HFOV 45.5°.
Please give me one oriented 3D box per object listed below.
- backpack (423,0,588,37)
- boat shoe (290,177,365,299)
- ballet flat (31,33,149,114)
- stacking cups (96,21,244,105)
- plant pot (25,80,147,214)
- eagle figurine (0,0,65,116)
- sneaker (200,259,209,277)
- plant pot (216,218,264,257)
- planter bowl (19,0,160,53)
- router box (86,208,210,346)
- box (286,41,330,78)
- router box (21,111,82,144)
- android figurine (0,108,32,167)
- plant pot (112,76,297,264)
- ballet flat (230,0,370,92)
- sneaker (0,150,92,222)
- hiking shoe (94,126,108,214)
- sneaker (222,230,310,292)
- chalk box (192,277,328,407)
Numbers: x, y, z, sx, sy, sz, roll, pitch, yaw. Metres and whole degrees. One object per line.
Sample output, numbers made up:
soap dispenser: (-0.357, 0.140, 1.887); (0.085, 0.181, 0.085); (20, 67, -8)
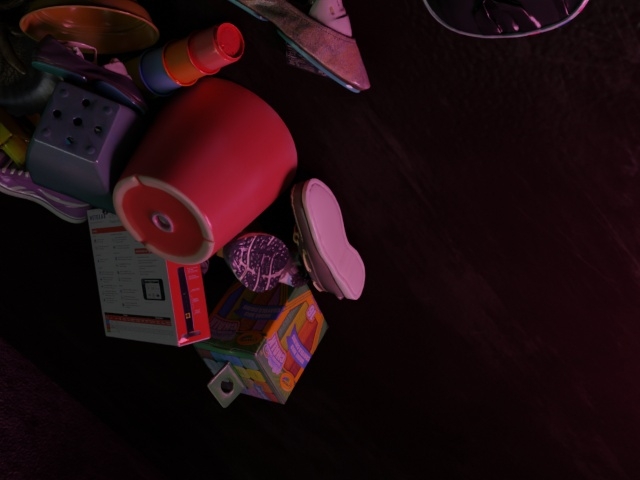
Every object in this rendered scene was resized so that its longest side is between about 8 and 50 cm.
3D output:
backpack: (0.190, -0.346, 0.785); (0.225, 0.191, 0.254); (3, 130, 39)
boat shoe: (-0.002, 0.004, 1.445); (0.091, 0.109, 0.305); (4, 141, 28)
ballet flat: (-0.369, -0.279, 1.258); (0.203, 0.074, 0.074); (23, 150, -23)
stacking cups: (-0.256, -0.300, 1.295); (0.316, 0.096, 0.096); (-13, 126, 40)
plant pot: (-0.395, -0.168, 1.288); (0.165, 0.166, 0.234); (22, 168, -8)
eagle figurine: (-0.586, -0.369, 1.382); (0.225, 0.226, 0.298); (1, 175, -12)
sneaker: (-0.345, 0.080, 1.826); (0.163, 0.086, 0.226); (23, 144, 18)
plant pot: (-0.166, -0.013, 1.581); (0.081, 0.081, 0.083); (16, 133, 22)
planter bowl: (-0.370, -0.378, 1.232); (0.217, 0.090, 0.217); (-2, 176, 0)
router box: (-0.382, 0.066, 1.667); (0.335, 0.082, 0.301); (-2, 97, 49)
box: (-0.012, -0.288, 1.167); (0.083, 0.018, 0.067); (21, 144, 16)
router box: (-0.579, -0.274, 1.600); (0.133, 0.046, 0.179); (-1, 134, 39)
android figurine: (-0.679, -0.264, 1.575); (0.273, 0.056, 0.248); (50, 179, -2)
plant pot: (-0.213, -0.107, 1.331); (0.275, 0.243, 0.275); (18, 139, 16)
ballet flat: (-0.039, -0.334, 1.064); (0.316, 0.107, 0.106); (35, 112, -6)
sneaker: (-0.649, -0.163, 1.759); (0.282, 0.102, 0.161); (24, 143, -8)
hiking shoe: (-0.432, -0.154, 1.534); (0.086, 0.114, 0.227); (15, 143, 23)
sneaker: (-0.119, 0.033, 1.483); (0.122, 0.110, 0.283); (24, -177, 28)
chalk box: (-0.142, 0.230, 1.675); (0.179, 0.289, 0.180); (6, 139, 32)
